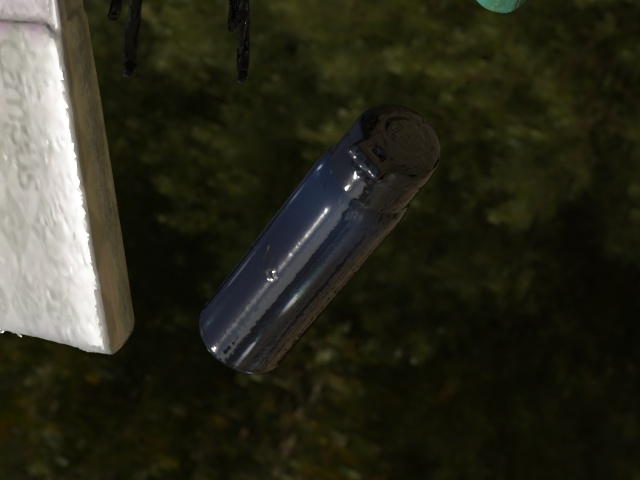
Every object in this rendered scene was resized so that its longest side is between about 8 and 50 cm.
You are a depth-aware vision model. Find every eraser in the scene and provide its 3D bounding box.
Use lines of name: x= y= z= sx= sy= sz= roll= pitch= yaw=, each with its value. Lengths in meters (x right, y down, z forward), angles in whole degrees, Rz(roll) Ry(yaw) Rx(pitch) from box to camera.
eraser: x=-0.284 y=-0.095 z=1.853 sx=0.082 sy=0.213 sz=0.396 roll=-29 pitch=-60 yaw=-46

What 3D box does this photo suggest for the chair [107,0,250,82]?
chair: x=-0.120 y=-0.263 z=1.717 sx=0.149 sy=0.174 sz=0.213 roll=-105 pitch=21 yaw=-57

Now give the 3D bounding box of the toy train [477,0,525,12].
toy train: x=0.186 y=-0.309 z=1.719 sx=0.248 sy=0.101 sz=0.159 roll=99 pitch=-175 yaw=-72

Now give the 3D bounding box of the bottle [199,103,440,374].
bottle: x=0.000 y=0.000 z=1.325 sx=0.082 sy=0.072 sz=0.244 roll=-26 pitch=-18 yaw=-46
